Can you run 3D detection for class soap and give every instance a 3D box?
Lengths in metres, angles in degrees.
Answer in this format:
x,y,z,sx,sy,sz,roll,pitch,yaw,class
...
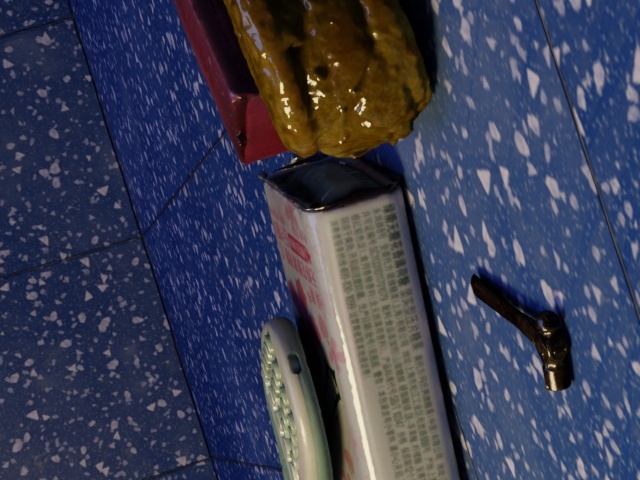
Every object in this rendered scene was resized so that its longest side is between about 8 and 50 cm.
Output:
x,y,z,sx,sy,sz,roll,pitch,yaw,class
-0.086,-0.219,1.744,0.162,0.099,0.250,82,166,-62,soap

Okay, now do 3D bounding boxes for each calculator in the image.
x,y,z,sx,sy,sz,roll,pitch,yaw,class
-0.023,0.186,1.644,0.295,0.042,0.184,91,164,-61,calculator

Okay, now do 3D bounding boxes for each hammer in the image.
x,y,z,sx,sy,sz,roll,pitch,yaw,class
0.149,0.061,1.263,0.178,0.021,0.065,-138,33,-68,hammer

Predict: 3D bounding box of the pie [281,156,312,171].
x,y,z,sx,sy,sz,roll,pitch,yaw,class
-0.003,0.001,1.766,0.218,0.052,0.185,-118,15,-48,pie

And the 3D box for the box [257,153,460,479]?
x,y,z,sx,sy,sz,roll,pitch,yaw,class
0.040,0.101,1.579,0.190,0.112,0.369,-146,40,-69,box

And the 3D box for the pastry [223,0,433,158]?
x,y,z,sx,sy,sz,roll,pitch,yaw,class
-0.003,-0.181,1.341,0.235,0.132,0.240,-116,6,-79,pastry
